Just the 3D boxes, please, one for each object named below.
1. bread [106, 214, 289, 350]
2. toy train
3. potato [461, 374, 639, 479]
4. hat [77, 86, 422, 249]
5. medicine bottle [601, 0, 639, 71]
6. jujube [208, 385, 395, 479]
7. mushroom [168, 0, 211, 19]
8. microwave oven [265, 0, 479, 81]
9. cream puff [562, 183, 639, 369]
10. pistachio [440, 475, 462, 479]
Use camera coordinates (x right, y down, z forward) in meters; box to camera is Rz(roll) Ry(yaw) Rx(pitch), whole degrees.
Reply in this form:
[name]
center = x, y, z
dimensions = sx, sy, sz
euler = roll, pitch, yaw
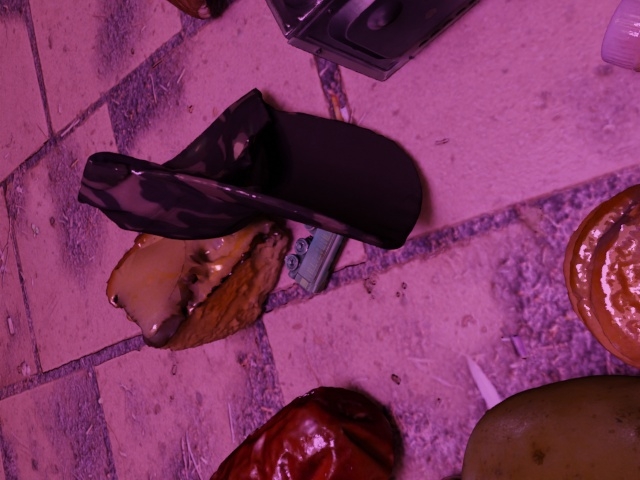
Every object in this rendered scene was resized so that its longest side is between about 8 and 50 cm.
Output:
[bread]
center = -0.188, 0.045, 0.859
dimensions = 0.262, 0.162, 0.204
euler = -41, 58, -17
[toy train]
center = 0.000, 0.000, 0.792
dimensions = 0.071, 0.038, 0.147
euler = 34, 110, 28
[potato]
center = 0.281, 0.219, 0.481
dimensions = 0.305, 0.216, 0.215
euler = 9, 96, 43
[hat]
center = -0.085, -0.053, 0.718
dimensions = 0.382, 0.366, 0.257
euler = 37, 129, 10
[medicine bottle]
center = 0.359, -0.156, 0.469
dimensions = 0.213, 0.122, 0.121
euler = 32, 110, 32
[jujube]
center = -0.035, 0.354, 0.742
dimensions = 0.216, 0.216, 0.342
euler = 39, 101, 29
[mushroom]
center = -0.159, -0.473, 0.829
dimensions = 0.302, 0.208, 0.233
euler = -4, 130, 27
[microwave oven]
center = 0.090, -0.430, 0.585
dimensions = 0.394, 0.247, 0.332
euler = -36, 69, 32
[cream puff]
center = 0.318, 0.026, 0.497
dimensions = 0.189, 0.129, 0.188
euler = -1, 88, 21
[pistachio]
center = 0.155, 0.375, 0.648
dimensions = 0.126, 0.108, 0.185
euler = -2, 82, 14
